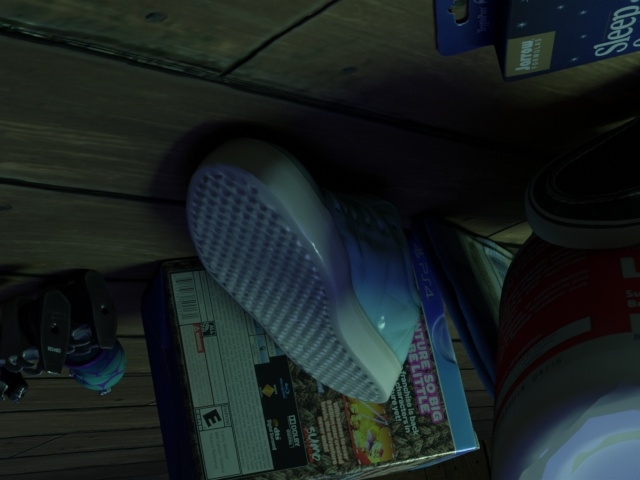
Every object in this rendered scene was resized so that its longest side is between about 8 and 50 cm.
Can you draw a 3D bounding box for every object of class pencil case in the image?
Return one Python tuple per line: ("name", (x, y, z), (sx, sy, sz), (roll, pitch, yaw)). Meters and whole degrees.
("pencil case", (-0.258, 0.127, 1.243), (0.070, 0.064, 0.152), (-26, 165, -10))

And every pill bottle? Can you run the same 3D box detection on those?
("pill bottle", (0.268, 0.102, 0.970), (0.229, 0.229, 0.408), (-18, -159, 18))

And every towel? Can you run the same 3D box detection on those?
("towel", (0.194, 0.086, 1.183), (0.034, 0.209, 0.285), (-30, 157, 21))

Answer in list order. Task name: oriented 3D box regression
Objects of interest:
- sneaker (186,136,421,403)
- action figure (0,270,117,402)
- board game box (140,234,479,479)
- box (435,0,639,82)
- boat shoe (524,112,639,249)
("sneaker", (0.000, 0.000, 0.959), (0.135, 0.150, 0.366), (13, 154, 24))
("action figure", (-0.337, 0.110, 1.081), (0.285, 0.099, 0.185), (-18, 168, 30))
("board game box", (-0.017, 0.136, 1.152), (0.291, 0.232, 0.141), (-6, 163, -20))
("box", (0.184, -0.154, 0.685), (0.225, 0.037, 0.136), (-12, 164, 4))
("boat shoe", (0.304, -0.083, 0.887), (0.301, 0.108, 0.102), (-15, 143, 12))
